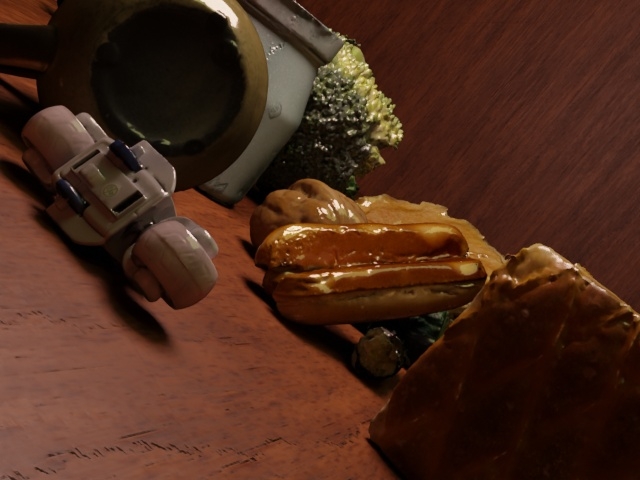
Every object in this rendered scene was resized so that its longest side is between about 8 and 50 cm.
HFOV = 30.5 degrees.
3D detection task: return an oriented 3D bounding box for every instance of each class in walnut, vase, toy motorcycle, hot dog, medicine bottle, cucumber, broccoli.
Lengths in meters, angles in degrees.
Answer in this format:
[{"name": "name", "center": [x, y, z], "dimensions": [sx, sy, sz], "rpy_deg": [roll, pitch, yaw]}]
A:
[{"name": "walnut", "center": [-0.011, -0.006, 1.538], "dimensions": [0.166, 0.149, 0.166], "rpy_deg": [5, 13, -1]}, {"name": "vase", "center": [-0.233, -0.184, 1.274], "dimensions": [0.329, 0.241, 0.302], "rpy_deg": [10, 4, -18]}, {"name": "toy motorcycle", "center": [-0.173, -0.025, 1.016], "dimensions": [0.254, 0.112, 0.112], "rpy_deg": [43, 7, 31]}, {"name": "hot dog", "center": [0.071, 0.044, 1.430], "dimensions": [0.337, 0.100, 0.135], "rpy_deg": [-3, 45, -38]}, {"name": "medicine bottle", "center": [-0.127, -0.234, 1.702], "dimensions": [0.245, 0.290, 0.245], "rpy_deg": [39, 7, -6]}, {"name": "cucumber", "center": [0.107, 0.116, 1.640], "dimensions": [0.193, 0.086, 0.115], "rpy_deg": [38, -37, -7]}, {"name": "cucumber", "center": [0.080, 0.132, 1.458], "dimensions": [0.067, 0.067, 0.245], "rpy_deg": [41, 5, 6]}, {"name": "broccoli", "center": [0.013, -0.187, 1.966], "dimensions": [0.249, 0.302, 0.375], "rpy_deg": [37, -34, 33]}]

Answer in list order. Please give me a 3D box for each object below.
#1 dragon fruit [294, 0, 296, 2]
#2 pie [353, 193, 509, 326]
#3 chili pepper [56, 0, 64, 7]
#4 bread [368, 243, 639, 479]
[{"name": "dragon fruit", "center": [-0.193, -0.354, 2.090], "dimensions": [0.329, 0.329, 0.329], "rpy_deg": [40, 7, -6]}, {"name": "pie", "center": [0.135, 0.024, 1.815], "dimensions": [0.339, 0.083, 0.339], "rpy_deg": [11, 28, -6]}, {"name": "chili pepper", "center": [-0.394, -0.399, 2.142], "dimensions": [0.136, 0.099, 0.270], "rpy_deg": [70, 12, 20]}, {"name": "bread", "center": [0.242, 0.182, 1.148], "dimensions": [0.279, 0.279, 0.207], "rpy_deg": [45, 10, 22]}]
